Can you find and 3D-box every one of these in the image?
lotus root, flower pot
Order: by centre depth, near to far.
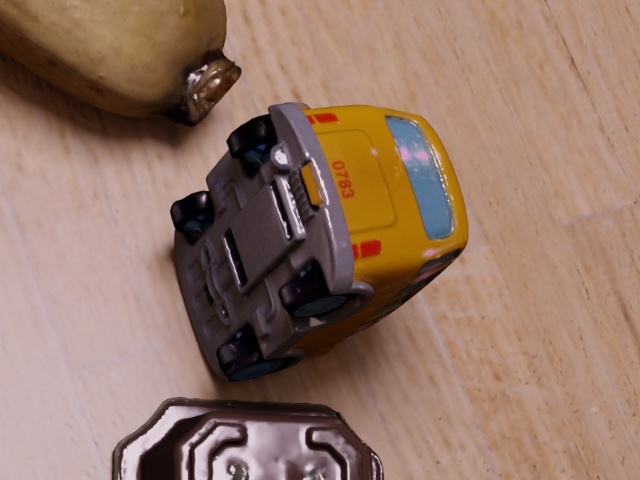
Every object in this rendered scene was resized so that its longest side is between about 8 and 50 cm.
[{"bbox_3d":[-0.034,0.208,1.104,0.179,0.084,0.251,5,67,-15],"label":"flower pot"},{"bbox_3d":[-0.158,-0.182,1.193,0.257,0.140,0.154,41,70,-4],"label":"lotus root"}]

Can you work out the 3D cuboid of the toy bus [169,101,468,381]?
[{"bbox_3d":[0.000,0.000,1.134,0.136,0.209,0.126,-10,71,-30],"label":"toy bus"}]
